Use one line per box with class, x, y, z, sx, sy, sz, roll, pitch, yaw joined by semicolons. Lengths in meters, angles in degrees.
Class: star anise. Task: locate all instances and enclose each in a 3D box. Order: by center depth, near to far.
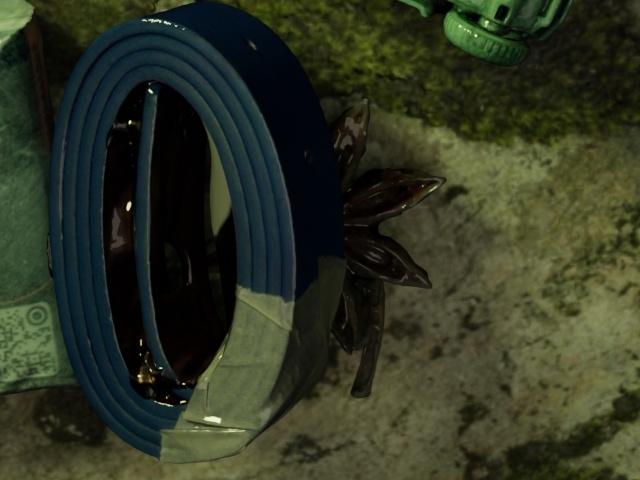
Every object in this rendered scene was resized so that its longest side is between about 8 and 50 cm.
star anise;-0.001;0.000;1.486;0.230;0.081;0.262;-21;102;4

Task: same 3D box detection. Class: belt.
belt;-0.094;-0.007;1.408;0.212;0.117;0.347;4;105;20

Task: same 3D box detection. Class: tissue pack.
tissue pack;-0.315;-0.020;1.437;0.227;0.103;0.316;-7;114;-4

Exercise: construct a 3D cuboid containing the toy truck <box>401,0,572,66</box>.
toy truck;0.068;-0.248;1.346;0.278;0.156;0.155;19;110;-13
